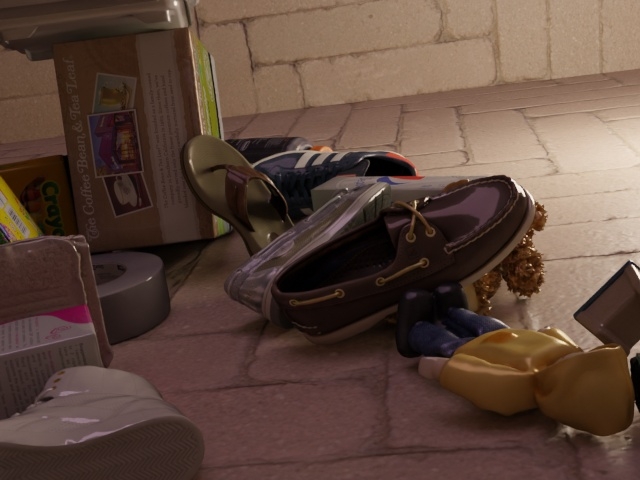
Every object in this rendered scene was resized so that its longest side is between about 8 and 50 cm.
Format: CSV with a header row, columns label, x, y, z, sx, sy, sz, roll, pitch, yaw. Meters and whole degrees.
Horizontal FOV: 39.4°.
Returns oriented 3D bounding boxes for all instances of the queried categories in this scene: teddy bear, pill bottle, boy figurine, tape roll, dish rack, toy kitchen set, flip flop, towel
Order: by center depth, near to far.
label,x,y,z,sx,sy,sz,roll,pitch,yaw
boy figurine,0.185,0.117,0.889,0.177,0.092,0.285,-7,12,-26
toy kitchen set,0.387,0.080,0.905,0.166,0.207,0.122,-49,10,14
towel,-0.393,0.103,1.032,0.282,0.187,0.049,-14,13,-17
teddy bear,0.186,0.028,1.201,0.245,0.113,0.338,-10,23,17
tape roll,-0.326,0.083,1.268,0.219,0.072,0.219,-8,17,2
flip flop,-0.097,-0.052,1.306,0.112,0.277,0.080,-28,-14,-38
dish rack,-0.354,-0.343,1.390,0.333,0.072,0.285,-8,4,-6
pill bottle,-0.091,-0.147,1.831,0.246,0.130,0.130,1,19,30

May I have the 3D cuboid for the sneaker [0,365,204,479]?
label,x,y,z,sx,sy,sz,roll,pitch,yaw
sneaker,-0.273,0.195,0.832,0.293,0.108,0.169,-4,12,-25

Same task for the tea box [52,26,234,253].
label,x,y,z,sx,sy,sz,roll,pitch,yaw
tea box,-0.282,-0.157,1.501,0.220,0.328,0.323,-7,4,1

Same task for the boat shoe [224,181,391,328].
label,x,y,z,sx,sy,sz,roll,pitch,yaw
boat shoe,-0.001,0.003,1.243,0.103,0.118,0.320,21,43,25

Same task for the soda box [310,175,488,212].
label,x,y,z,sx,sy,sz,roll,pitch,yaw
soda box,0.131,-0.051,1.465,0.286,0.098,0.091,1,19,31

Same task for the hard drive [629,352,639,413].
label,x,y,z,sx,sy,sz,roll,pitch,yaw
hard drive,0.389,0.165,0.680,0.237,0.064,0.339,-5,17,8

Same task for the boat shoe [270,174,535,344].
label,x,y,z,sx,sy,sz,roll,pitch,yaw
boat shoe,0.095,0.011,1.054,0.324,0.096,0.116,-28,44,13

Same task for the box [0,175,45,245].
label,x,y,z,sx,sy,sz,roll,pitch,yaw
box,-0.535,0.000,1.119,0.279,0.290,0.177,-32,19,-3

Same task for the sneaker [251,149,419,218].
label,x,y,z,sx,sy,sz,roll,pitch,yaw
sneaker,0.017,-0.104,1.635,0.350,0.131,0.148,-11,12,-13

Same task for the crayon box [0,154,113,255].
label,x,y,z,sx,sy,sz,roll,pitch,yaw
crayon box,-0.521,-0.026,1.497,0.319,0.202,0.081,-13,18,-15

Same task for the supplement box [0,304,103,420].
label,x,y,z,sx,sy,sz,roll,pitch,yaw
supplement box,-0.345,0.156,0.961,0.220,0.113,0.111,-14,17,-15
